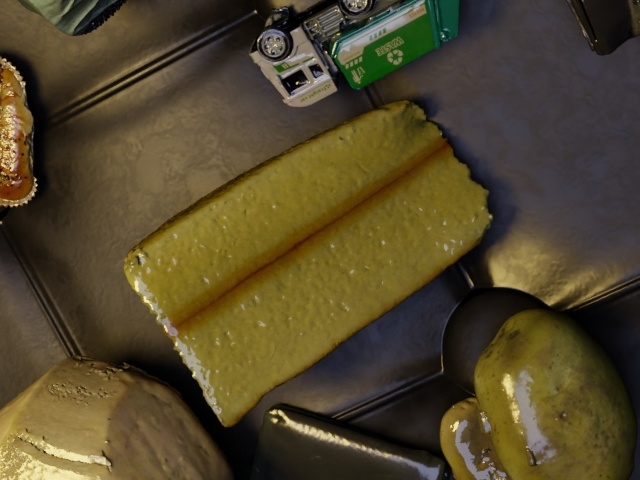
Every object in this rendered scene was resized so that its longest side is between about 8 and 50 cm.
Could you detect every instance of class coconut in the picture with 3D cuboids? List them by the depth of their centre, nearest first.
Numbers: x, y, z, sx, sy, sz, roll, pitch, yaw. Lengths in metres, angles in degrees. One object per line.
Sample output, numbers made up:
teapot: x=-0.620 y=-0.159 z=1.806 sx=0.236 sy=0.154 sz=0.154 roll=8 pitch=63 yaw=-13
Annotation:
coconut: x=-0.280 y=0.315 z=1.648 sx=0.353 sy=0.352 sz=0.352 roll=2 pitch=102 yaw=8

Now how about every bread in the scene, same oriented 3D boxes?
bread: x=0.000 y=0.000 z=1.581 sx=0.362 sy=0.245 sz=0.233 roll=-32 pitch=94 yaw=17

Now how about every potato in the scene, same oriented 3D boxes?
potato: x=0.275 y=0.203 z=1.613 sx=0.228 sy=0.197 sz=0.148 roll=44 pitch=139 yaw=-13
potato: x=0.199 y=0.259 z=1.683 sx=0.092 sy=0.070 sz=0.137 roll=-24 pitch=87 yaw=-5

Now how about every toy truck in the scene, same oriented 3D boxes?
toy truck: x=0.048 y=-0.250 z=1.587 sx=0.253 sy=0.114 sz=0.124 roll=-28 pitch=107 yaw=13

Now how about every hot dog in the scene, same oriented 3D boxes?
hot dog: x=-0.400 y=-0.136 z=1.705 sx=0.099 sy=0.053 sz=0.192 roll=0 pitch=104 yaw=5

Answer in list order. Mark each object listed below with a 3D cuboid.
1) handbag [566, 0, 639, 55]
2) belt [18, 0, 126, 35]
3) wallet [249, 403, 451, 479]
handbag: x=0.386 y=-0.369 z=1.486 sx=0.342 sy=0.152 sz=0.287 roll=-15 pitch=109 yaw=-3
belt: x=-0.235 y=-0.353 z=1.491 sx=0.122 sy=0.325 sz=0.260 roll=37 pitch=85 yaw=0
wallet: x=0.031 y=0.311 z=1.736 sx=0.245 sy=0.052 sz=0.168 roll=17 pitch=107 yaw=11
